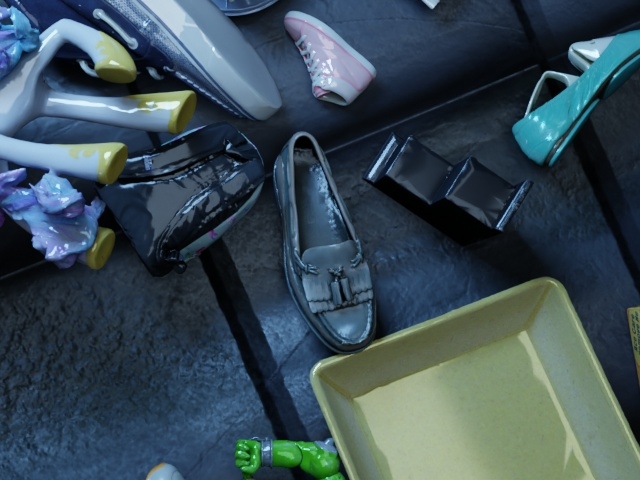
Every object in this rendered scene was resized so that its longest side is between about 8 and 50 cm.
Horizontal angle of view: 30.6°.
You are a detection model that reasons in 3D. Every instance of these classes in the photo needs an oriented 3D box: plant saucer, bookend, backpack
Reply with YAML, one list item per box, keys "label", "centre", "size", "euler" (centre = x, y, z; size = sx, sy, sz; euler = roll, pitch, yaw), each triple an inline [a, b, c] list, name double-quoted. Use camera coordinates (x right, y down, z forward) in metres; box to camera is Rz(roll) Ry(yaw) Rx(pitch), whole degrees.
- label: "plant saucer"
  centre: [0.192, 0.251, 1.376]
  size: [0.332, 0.081, 0.333]
  euler: [-20, 76, -12]
- label: "bookend"
  centre: [0.147, -0.071, 1.387]
  size: [0.157, 0.156, 0.072]
  euler: [33, 80, -4]
- label: "backpack"
  centre: [-0.153, -0.060, 1.353]
  size: [0.182, 0.115, 0.152]
  euler: [-34, 94, -9]

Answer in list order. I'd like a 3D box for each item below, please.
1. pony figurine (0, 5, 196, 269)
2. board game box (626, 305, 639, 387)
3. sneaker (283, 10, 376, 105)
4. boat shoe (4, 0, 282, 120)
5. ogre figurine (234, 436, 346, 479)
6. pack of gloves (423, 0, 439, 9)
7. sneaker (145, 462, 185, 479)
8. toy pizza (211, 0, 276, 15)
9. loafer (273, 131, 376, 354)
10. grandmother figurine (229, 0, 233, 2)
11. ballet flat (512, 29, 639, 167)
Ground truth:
- label: "pony figurine"
  centre: [-0.365, -0.108, 1.227]
  size: [0.363, 0.303, 0.351]
  euler: [22, 68, 13]
- label: "board game box"
  centre: [0.616, 0.216, 1.336]
  size: [0.356, 0.356, 0.356]
  euler: [-8, 85, -11]
- label: "sneaker"
  centre: [-0.001, -0.218, 1.429]
  size: [0.134, 0.051, 0.070]
  euler: [38, 74, -9]
- label: "boat shoe"
  centre: [-0.211, -0.236, 1.370]
  size: [0.158, 0.127, 0.340]
  euler: [-40, 104, 22]
- label: "ogre figurine"
  centre: [-0.017, 0.312, 1.348]
  size: [0.118, 0.097, 0.197]
  euler: [-18, 76, 0]
- label: "pack of gloves"
  centre: [0.104, -0.428, 1.486]
  size: [0.232, 0.046, 0.195]
  euler: [41, 67, -7]
- label: "sneaker"
  centre: [-0.103, 0.358, 1.307]
  size: [0.121, 0.099, 0.262]
  euler: [-27, 91, 12]
- label: "toy pizza"
  centre: [-0.116, -0.372, 1.436]
  size: [0.201, 0.032, 0.201]
  euler: [1, 85, -11]
- label: "loafer"
  centre: [0.000, 0.000, 1.361]
  size: [0.096, 0.084, 0.267]
  euler: [-14, 72, -9]
- label: "grandmother figurine"
  centre: [-0.196, -0.432, 1.333]
  size: [0.342, 0.104, 0.208]
  euler: [38, 39, -15]
- label: "ballet flat"
  centre: [0.331, -0.201, 1.475]
  size: [0.087, 0.083, 0.247]
  euler: [41, 76, 11]
